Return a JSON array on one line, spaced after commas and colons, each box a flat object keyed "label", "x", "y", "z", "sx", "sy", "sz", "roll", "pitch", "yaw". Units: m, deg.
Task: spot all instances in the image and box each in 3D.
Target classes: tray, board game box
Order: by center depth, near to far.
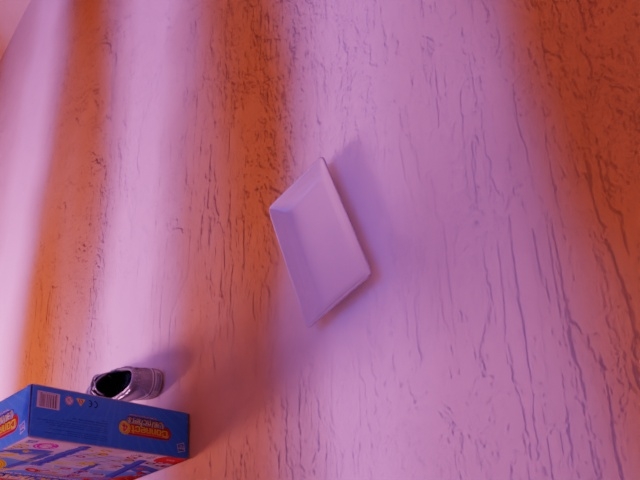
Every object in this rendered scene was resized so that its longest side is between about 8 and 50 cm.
[{"label": "tray", "x": 0.000, "y": 0.000, "z": 1.320, "sx": 0.145, "sy": 0.030, "sz": 0.270, "roll": -43, "pitch": 45, "yaw": 25}, {"label": "board game box", "x": -0.440, "y": 0.356, "z": 1.405, "sx": 0.301, "sy": 0.308, "sz": 0.086, "roll": -29, "pitch": 54, "yaw": 35}]

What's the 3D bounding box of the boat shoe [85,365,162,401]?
[{"label": "boat shoe", "x": -0.402, "y": 0.280, "z": 1.572, "sx": 0.227, "sy": 0.081, "sz": 0.079, "roll": -20, "pitch": 58, "yaw": 40}]
